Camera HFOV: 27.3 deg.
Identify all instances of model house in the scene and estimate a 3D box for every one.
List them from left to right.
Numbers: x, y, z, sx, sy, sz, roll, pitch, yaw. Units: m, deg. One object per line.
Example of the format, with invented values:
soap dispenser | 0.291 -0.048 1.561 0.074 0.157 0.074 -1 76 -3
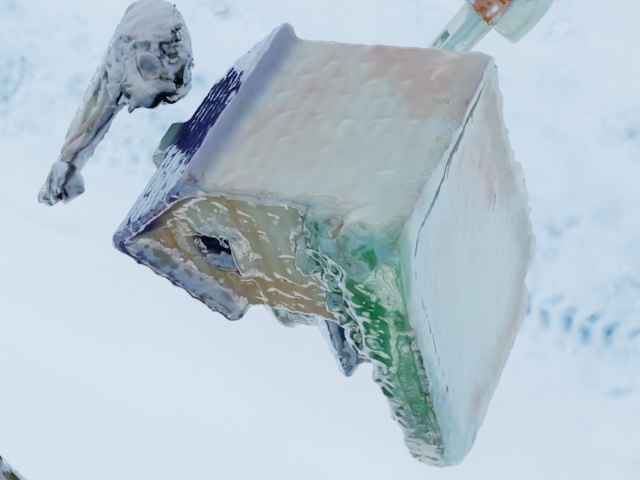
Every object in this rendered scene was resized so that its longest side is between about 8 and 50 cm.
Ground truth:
model house | 0.000 0.000 1.062 0.280 0.245 0.312 10 144 25

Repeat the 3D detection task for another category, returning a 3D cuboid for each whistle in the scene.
whistle | 0.187 -0.258 1.317 0.106 0.102 0.253 46 108 10

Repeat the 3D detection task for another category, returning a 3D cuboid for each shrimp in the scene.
shrimp | -0.191 -0.115 1.203 0.071 0.365 0.233 30 96 -18

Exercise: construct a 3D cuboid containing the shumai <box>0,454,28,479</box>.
shumai | -0.204 0.211 0.574 0.304 0.263 0.309 28 166 47
